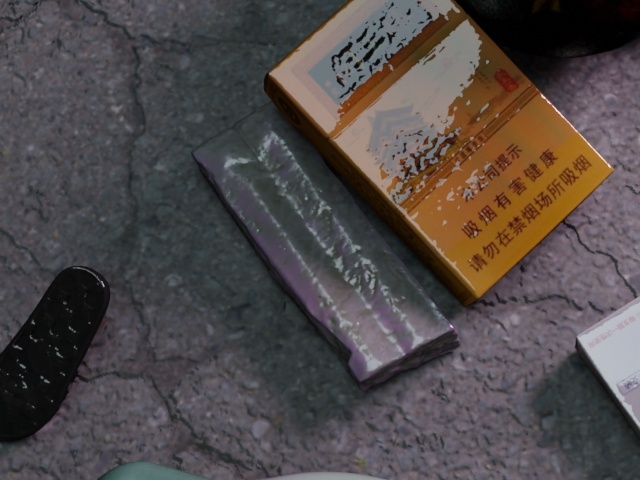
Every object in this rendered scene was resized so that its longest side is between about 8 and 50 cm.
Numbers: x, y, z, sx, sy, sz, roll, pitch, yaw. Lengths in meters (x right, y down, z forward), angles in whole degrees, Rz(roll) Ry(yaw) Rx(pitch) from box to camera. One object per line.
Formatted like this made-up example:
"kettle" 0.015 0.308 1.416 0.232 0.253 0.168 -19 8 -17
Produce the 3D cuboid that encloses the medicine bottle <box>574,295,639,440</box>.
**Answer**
"medicine bottle" 0.348 0.104 1.654 0.201 0.052 0.171 -30 68 -5

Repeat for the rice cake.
"rice cake" -0.001 0.002 1.730 0.106 0.050 0.298 -33 69 -8

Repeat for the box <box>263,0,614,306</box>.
"box" 0.103 -0.098 1.708 0.174 0.076 0.274 -42 87 -11

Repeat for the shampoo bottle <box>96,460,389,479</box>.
"shampoo bottle" -0.043 0.283 1.566 0.349 0.151 0.222 14 72 12

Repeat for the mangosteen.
"mangosteen" 0.231 -0.298 1.726 0.288 0.288 0.288 -2 68 5

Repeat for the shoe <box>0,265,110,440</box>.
"shoe" -0.243 0.102 1.713 0.071 0.049 0.179 33 97 6
